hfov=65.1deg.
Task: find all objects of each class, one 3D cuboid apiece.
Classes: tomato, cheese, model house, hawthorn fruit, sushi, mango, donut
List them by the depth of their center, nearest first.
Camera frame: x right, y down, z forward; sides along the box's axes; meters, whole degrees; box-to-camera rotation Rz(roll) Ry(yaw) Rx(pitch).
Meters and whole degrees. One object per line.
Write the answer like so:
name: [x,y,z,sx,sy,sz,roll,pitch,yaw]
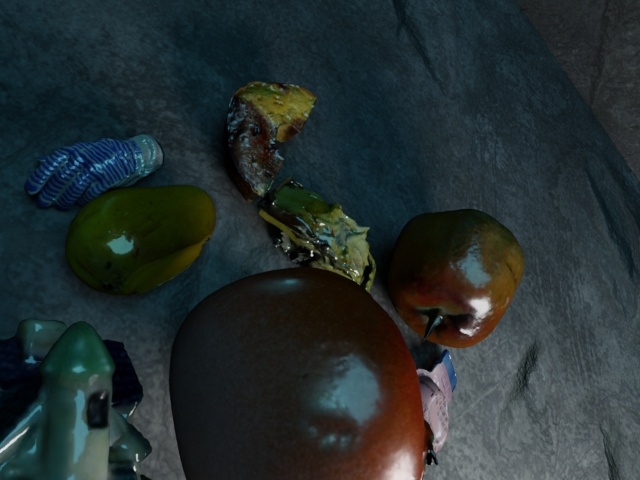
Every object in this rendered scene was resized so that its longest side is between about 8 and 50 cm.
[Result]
model house: [-0.289,0.226,0.564,0.243,0.298,0.284,4,75,-44]
tomato: [-0.039,0.205,0.599,0.273,0.341,0.341,0,68,-14]
mango: [-0.281,-0.013,0.823,0.262,0.130,0.167,-25,78,-43]
cheese: [0.217,0.329,1.003,0.286,0.074,0.189,-38,115,-49]
sushi: [0.005,-0.003,1.003,0.291,0.131,0.139,43,43,-9]
donut: [-0.134,-0.212,1.016,0.151,0.112,0.295,31,55,-14]
hawthorn fruit: [0.266,0.091,1.038,0.268,0.268,0.301,37,59,-13]

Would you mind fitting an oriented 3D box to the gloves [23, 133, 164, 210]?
gloves: [-0.376,-0.124,0.843,0.119,0.097,0.229,37,53,25]
